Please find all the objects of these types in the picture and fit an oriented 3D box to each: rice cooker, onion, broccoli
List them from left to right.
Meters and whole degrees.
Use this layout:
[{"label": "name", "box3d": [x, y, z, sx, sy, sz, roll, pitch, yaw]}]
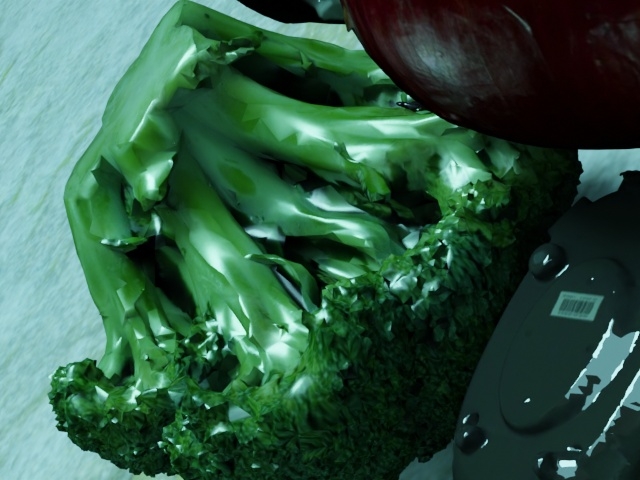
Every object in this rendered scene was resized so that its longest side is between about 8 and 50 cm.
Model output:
[{"label": "broccoli", "box3d": [0.000, 0.000, 0.912, 0.294, 0.245, 0.265, -61, 11, -29]}, {"label": "rice cooker", "box3d": [0.139, 0.063, 0.786, 0.142, 0.118, 0.203, 6, 64, 57]}, {"label": "onion", "box3d": [0.152, -0.137, 0.793, 0.314, 0.232, 0.314, -12, 26, 6]}]

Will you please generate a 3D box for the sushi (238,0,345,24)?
[{"label": "sushi", "box3d": [0.065, -0.290, 1.109, 0.328, 0.328, 0.285, -45, -8, 19]}]
